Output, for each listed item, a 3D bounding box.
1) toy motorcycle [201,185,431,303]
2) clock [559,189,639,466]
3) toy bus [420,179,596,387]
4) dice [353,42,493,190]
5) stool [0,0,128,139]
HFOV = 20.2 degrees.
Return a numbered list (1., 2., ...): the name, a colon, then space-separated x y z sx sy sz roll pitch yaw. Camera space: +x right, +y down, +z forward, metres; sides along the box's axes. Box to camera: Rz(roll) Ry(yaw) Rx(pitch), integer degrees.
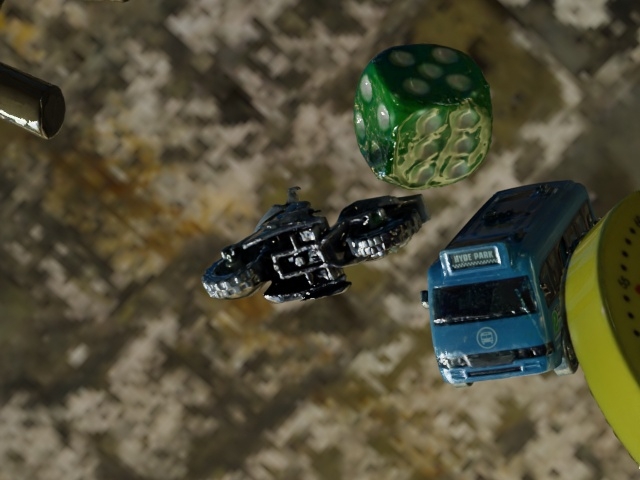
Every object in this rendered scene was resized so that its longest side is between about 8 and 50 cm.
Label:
1. toy motorcycle: 0.000 0.000 2.004 0.270 0.106 0.159 -16 16 26
2. clock: 0.284 0.079 1.112 0.071 0.293 0.277 -52 0 39
3. toy bus: 0.177 0.036 1.602 0.114 0.134 0.246 -8 15 23
4. dice: 0.117 -0.140 2.040 0.120 0.131 0.128 -117 28 -45
5. stool: -0.370 -0.300 1.923 0.226 0.310 0.310 6 53 21
